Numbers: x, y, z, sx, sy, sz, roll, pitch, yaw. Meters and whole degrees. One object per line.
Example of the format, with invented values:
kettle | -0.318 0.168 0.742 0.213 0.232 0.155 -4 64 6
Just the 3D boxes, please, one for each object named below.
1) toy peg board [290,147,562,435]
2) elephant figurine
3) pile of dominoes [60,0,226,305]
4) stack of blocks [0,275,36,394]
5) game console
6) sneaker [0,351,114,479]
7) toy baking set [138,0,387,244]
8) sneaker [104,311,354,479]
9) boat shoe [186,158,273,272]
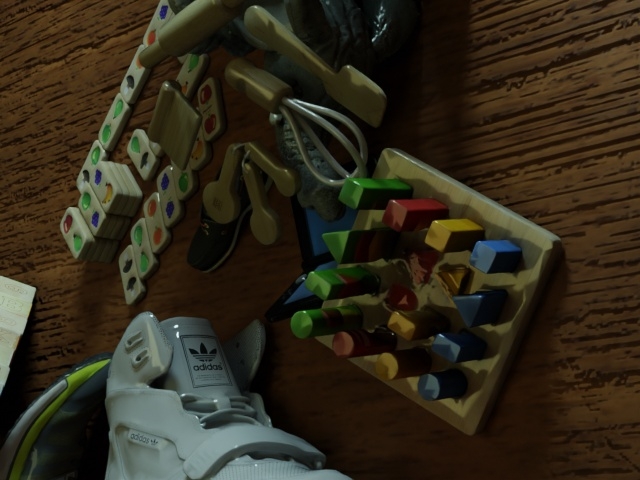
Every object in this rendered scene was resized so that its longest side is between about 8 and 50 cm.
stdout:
toy peg board | 0.064 0.037 1.393 0.161 0.079 0.161 31 110 31
elephant figurine | -0.006 -0.168 1.547 0.239 0.169 0.186 44 157 43
pile of dominoes | -0.178 -0.087 1.853 0.251 0.040 0.196 -62 38 26
stack of blocks | -0.367 0.159 1.912 0.297 0.087 0.171 -93 24 -71
game console | 0.000 0.000 1.543 0.122 0.071 0.107 -21 21 52
sneaker | -0.263 0.242 1.850 0.300 0.121 0.111 -58 2 5
toy baking set | -0.046 -0.108 1.490 0.256 0.030 0.196 -35 84 48
sneaker | -0.080 0.159 1.565 0.366 0.137 0.210 -15 73 57
boat shoe | -0.089 -0.025 1.710 0.133 0.042 0.049 -57 43 33
